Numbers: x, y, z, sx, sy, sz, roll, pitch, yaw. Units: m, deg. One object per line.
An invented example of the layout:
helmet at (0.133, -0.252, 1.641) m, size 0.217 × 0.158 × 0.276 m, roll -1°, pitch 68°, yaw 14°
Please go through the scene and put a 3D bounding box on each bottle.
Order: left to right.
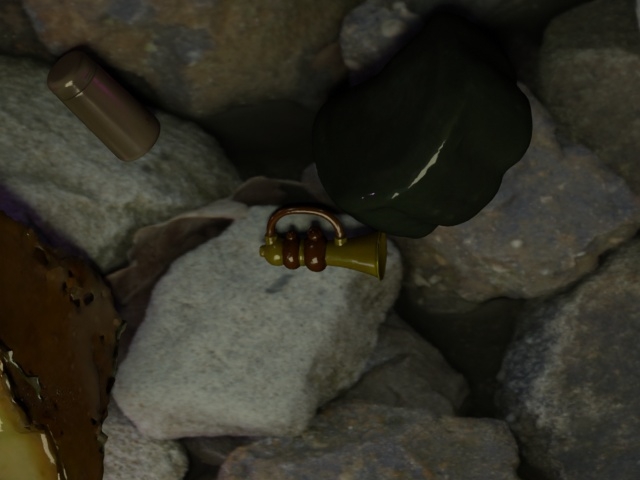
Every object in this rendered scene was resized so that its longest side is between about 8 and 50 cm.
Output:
bottle at (-0.171, -0.107, 1.524) m, size 0.045 × 0.045 × 0.096 m, roll -24°, pitch 129°, yaw 26°

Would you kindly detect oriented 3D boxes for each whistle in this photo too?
whistle at (0.001, 0.004, 1.640) m, size 0.109 × 0.046 × 0.057 m, roll 5°, pitch 152°, yaw 6°

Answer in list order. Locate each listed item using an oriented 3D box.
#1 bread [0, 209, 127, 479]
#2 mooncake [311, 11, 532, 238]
bread at (-0.328, 0.127, 1.616) m, size 0.248 × 0.279 × 0.315 m, roll -15°, pitch 155°, yaw 27°
mooncake at (0.077, -0.087, 1.483) m, size 0.104 × 0.168 × 0.175 m, roll 20°, pitch 168°, yaw -41°
